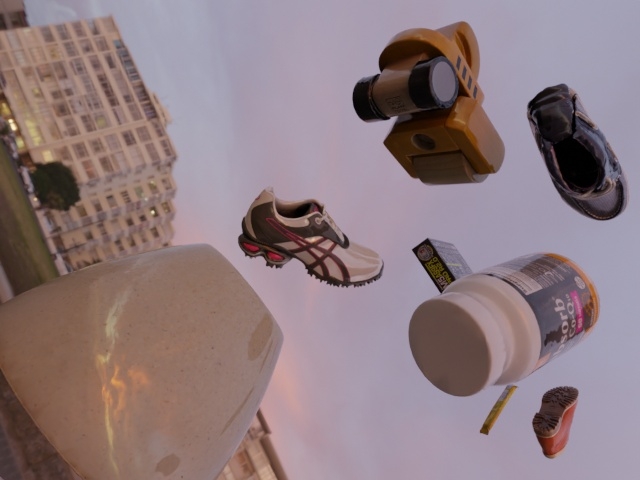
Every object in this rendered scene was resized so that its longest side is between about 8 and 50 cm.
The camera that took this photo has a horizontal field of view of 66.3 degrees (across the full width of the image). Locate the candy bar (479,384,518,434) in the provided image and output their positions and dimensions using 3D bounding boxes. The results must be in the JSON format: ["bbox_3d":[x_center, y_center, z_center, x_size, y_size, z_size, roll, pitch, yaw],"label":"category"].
[{"bbox_3d":[0.475,0.446,1.305,0.018,0.161,0.040,41,-16,-2],"label":"candy bar"}]

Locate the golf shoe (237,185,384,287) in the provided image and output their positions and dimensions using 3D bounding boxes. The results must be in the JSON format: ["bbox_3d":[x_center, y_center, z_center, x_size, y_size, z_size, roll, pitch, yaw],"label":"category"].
[{"bbox_3d":[0.000,0.000,0.843,0.105,0.273,0.120,-104,-146,-56],"label":"golf shoe"}]

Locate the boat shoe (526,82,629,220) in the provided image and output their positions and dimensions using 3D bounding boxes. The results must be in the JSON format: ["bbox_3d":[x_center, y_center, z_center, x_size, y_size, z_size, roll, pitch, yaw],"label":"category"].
[{"bbox_3d":[0.488,-0.114,0.910,0.127,0.158,0.340,-27,-56,35],"label":"boat shoe"}]

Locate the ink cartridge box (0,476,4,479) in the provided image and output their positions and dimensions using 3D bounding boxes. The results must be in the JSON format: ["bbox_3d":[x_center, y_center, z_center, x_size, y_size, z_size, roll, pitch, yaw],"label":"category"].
[{"bbox_3d":[-0.459,0.325,0.574,0.223,0.045,0.224,-42,-86,19],"label":"ink cartridge box"}]

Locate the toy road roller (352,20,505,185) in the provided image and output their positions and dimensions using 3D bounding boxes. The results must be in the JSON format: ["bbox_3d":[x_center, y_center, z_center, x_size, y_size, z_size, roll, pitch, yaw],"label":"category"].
[{"bbox_3d":[0.251,-0.291,1.021,0.203,0.240,0.329,4,-33,49],"label":"toy road roller"}]

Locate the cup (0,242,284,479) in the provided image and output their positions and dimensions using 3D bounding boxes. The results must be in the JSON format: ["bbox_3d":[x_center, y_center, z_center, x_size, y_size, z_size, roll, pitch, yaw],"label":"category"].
[{"bbox_3d":[-0.189,0.138,0.620,0.331,0.237,0.331,44,-19,19],"label":"cup"}]

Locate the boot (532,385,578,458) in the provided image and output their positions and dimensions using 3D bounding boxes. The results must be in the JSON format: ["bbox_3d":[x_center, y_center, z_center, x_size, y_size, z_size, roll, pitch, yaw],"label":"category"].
[{"bbox_3d":[0.472,0.357,0.975,0.059,0.158,0.084,-3,-67,50],"label":"boot"}]

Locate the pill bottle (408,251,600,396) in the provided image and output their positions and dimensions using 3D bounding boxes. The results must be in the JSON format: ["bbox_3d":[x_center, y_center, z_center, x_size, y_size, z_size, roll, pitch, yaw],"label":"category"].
[{"bbox_3d":[0.269,0.116,0.713,0.162,0.278,0.162,18,-66,48],"label":"pill bottle"}]

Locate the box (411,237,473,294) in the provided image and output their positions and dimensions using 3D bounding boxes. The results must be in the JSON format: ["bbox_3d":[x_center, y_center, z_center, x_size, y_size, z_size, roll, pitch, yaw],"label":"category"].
[{"bbox_3d":[0.383,0.103,1.408,0.060,0.270,0.216,-38,-110,22],"label":"box"}]
